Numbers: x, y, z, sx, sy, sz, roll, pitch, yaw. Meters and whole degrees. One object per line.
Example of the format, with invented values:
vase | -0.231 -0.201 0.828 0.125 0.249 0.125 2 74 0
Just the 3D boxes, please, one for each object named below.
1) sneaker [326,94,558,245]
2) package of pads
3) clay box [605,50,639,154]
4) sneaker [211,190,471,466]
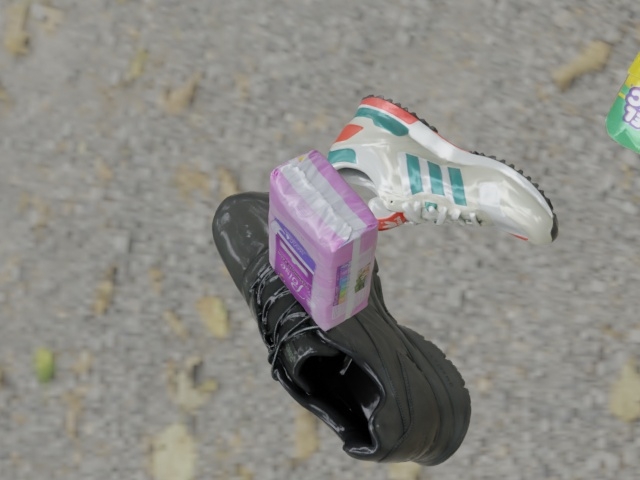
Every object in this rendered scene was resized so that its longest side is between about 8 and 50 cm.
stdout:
sneaker | 0.072 -0.026 1.260 0.161 0.057 0.075 32 73 22
package of pads | 0.000 0.000 0.898 0.032 0.083 0.050 -31 67 -17
clay box | 0.242 -0.109 0.941 0.127 0.053 0.222 29 81 27
sneaker | -0.001 0.064 1.593 0.286 0.130 0.109 47 117 25
